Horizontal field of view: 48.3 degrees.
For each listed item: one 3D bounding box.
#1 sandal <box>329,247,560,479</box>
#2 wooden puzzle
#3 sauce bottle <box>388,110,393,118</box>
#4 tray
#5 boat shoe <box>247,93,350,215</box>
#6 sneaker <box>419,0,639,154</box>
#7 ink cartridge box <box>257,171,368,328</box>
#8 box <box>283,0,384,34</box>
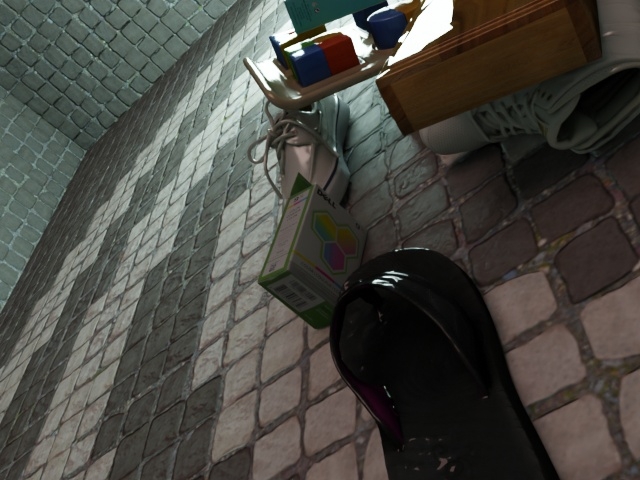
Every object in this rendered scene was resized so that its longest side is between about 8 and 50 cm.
[{"bbox_3d":[0.087,0.113,0.663,0.167,0.107,0.445,-44,26,11],"label":"sandal"},{"bbox_3d":[0.050,-0.334,1.182,0.348,0.080,0.322,-20,27,-5],"label":"wooden puzzle"},{"bbox_3d":[0.158,-0.214,1.071,0.128,0.042,0.042,-12,45,48],"label":"sauce bottle"},{"bbox_3d":[0.208,-0.276,0.835,0.203,0.076,0.410,-19,27,29],"label":"tray"},{"bbox_3d":[-0.040,-0.166,1.178,0.136,0.156,0.367,-34,31,34],"label":"boat shoe"},{"bbox_3d":[0.228,-0.151,0.802,0.293,0.108,0.169,-29,29,33],"label":"sneaker"},{"bbox_3d":[0.000,0.000,0.952,0.062,0.109,0.209,-26,34,38],"label":"ink cartridge box"},{"bbox_3d":[0.061,-0.424,1.195,0.245,0.060,0.100,-20,27,5],"label":"box"}]
